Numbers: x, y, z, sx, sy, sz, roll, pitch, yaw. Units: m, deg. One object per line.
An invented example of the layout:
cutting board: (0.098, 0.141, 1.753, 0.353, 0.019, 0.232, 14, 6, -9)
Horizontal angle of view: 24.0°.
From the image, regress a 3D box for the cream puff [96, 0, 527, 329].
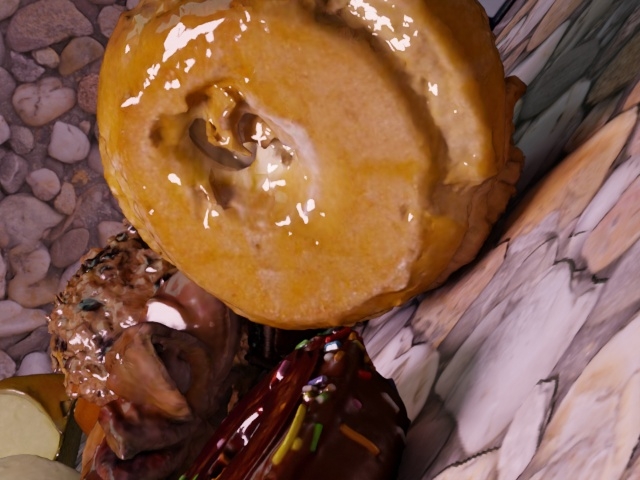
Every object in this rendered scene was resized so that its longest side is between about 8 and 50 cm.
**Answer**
cream puff: (-0.002, -0.101, 1.170, 0.343, 0.327, 0.231, -45, 3, 32)

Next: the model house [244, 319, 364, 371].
model house: (-0.003, 0.048, 1.375, 0.203, 0.141, 0.164, 96, -175, -63)

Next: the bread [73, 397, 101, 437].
bread: (-0.224, 0.192, 1.890, 0.190, 0.132, 0.114, -50, 5, 43)

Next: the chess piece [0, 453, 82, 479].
chess piece: (-0.331, 0.365, 1.369, 0.234, 0.234, 0.442, -48, 2, 22)

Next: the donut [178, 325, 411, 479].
donut: (-0.029, 0.160, 0.949, 0.235, 0.089, 0.235, -51, 6, 8)

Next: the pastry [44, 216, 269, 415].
pastry: (-0.161, 0.105, 1.602, 0.275, 0.275, 0.193, -55, -29, -32)

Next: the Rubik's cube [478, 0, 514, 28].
Rubik's cube: (0.068, -0.319, 2.082, 0.293, 0.283, 0.288, -54, 6, -18)

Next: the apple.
apple: (-0.407, 0.333, 1.969, 0.179, 0.254, 0.346, 23, 100, 49)

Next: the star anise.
star anise: (-0.146, 0.157, 1.321, 0.292, 0.109, 0.349, -52, -21, -33)
